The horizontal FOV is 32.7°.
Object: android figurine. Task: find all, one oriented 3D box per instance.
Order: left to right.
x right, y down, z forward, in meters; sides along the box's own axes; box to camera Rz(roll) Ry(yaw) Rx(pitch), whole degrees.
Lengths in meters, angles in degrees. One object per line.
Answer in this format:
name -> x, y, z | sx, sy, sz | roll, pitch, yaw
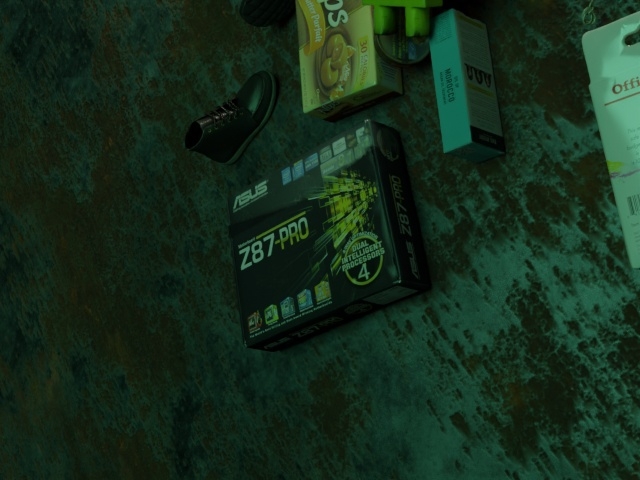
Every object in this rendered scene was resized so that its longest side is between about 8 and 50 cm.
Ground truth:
android figurine -> 0.131, -0.481, 1.835 | 0.248, 0.056, 0.272 | 20, 119, 50

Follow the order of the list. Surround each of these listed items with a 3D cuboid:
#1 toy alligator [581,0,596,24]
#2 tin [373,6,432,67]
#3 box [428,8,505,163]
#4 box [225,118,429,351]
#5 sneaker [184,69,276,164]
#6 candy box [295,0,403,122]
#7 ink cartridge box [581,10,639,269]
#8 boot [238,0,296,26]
toy alligator -> 0.452, -0.432, 1.724 | 0.051, 0.056, 0.189 | -94, 26, -78
tin -> 0.146, -0.403, 1.962 | 0.040, 0.106, 0.189 | 147, 126, -70
box -> 0.245, -0.260, 1.845 | 0.060, 0.100, 0.244 | -19, 69, 40
box -> 0.000, 0.000, 2.025 | 0.395, 0.097, 0.318 | -25, 63, 38
sneaker -> -0.182, -0.257, 2.227 | 0.083, 0.118, 0.222 | 46, 113, 38
candy box -> 0.049, -0.404, 2.062 | 0.183, 0.087, 0.316 | -16, 71, 39
ink cartridge box -> 0.512, -0.151, 1.533 | 0.207, 0.119, 0.353 | -17, 78, 37
boot -> -0.103, -0.613, 2.244 | 0.223, 0.118, 0.338 | 35, 95, 44
